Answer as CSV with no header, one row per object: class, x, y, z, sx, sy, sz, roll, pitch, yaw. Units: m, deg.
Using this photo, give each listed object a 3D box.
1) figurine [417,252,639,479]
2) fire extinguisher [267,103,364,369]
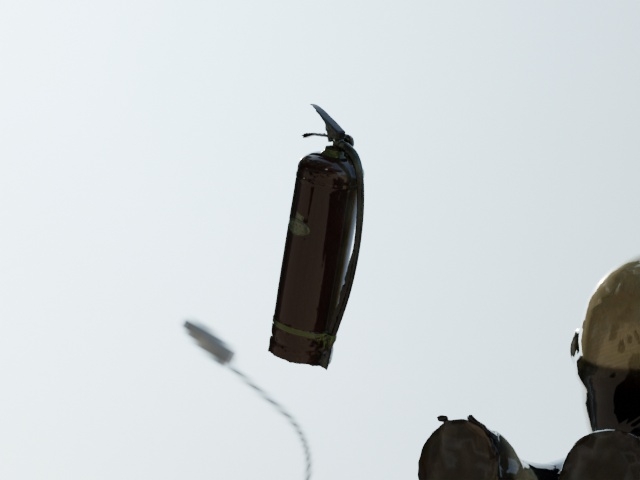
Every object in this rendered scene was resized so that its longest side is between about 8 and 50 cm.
figurine,0.185,0.196,0.749,0.241,0.306,0.412,-17,-56,30
fire extinguisher,0.000,0.000,0.989,0.064,0.043,0.158,29,-64,46
